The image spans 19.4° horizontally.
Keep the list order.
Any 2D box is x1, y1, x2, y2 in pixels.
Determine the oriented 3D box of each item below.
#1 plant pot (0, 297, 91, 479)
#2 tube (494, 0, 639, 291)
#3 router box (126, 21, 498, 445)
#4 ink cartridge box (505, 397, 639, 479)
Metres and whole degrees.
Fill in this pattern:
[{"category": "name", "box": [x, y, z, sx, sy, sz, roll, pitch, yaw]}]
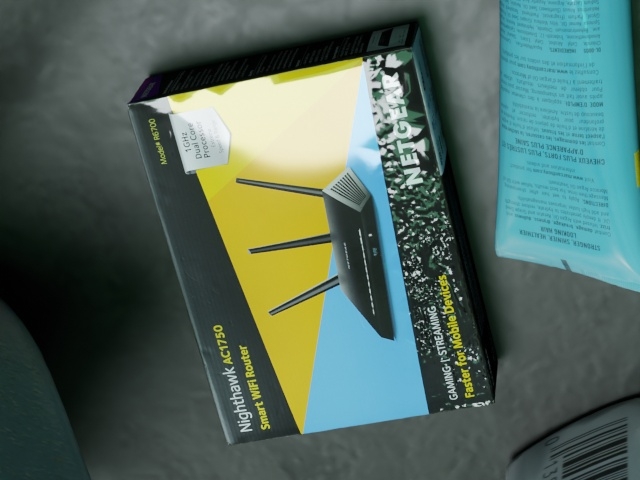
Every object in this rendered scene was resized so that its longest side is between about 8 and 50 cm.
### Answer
[{"category": "plant pot", "box": [-0.268, 0.098, 0.821, 0.247, 0.252, 0.248, 21, 116, -27]}, {"category": "tube", "box": [0.107, -0.077, 0.820, 0.080, 0.052, 0.207, 17, 122, 39]}, {"category": "router box", "box": [0.000, 0.000, 0.869, 0.133, 0.046, 0.179, -11, 112, 12]}, {"category": "ink cartridge box", "box": [0.203, 0.302, 0.830, 0.091, 0.308, 0.385, -29, 107, 19]}]
